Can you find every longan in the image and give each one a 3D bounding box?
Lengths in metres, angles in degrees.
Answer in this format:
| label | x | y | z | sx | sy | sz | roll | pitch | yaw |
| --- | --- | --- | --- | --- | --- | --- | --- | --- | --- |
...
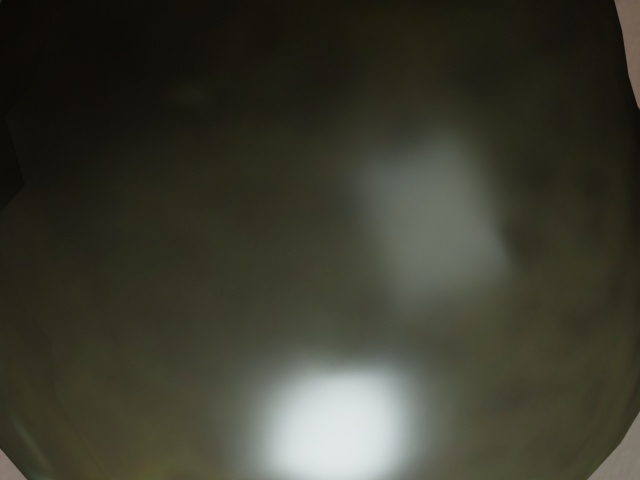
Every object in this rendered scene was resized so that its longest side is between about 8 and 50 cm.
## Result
| label | x | y | z | sx | sy | sz | roll | pitch | yaw |
| --- | --- | --- | --- | --- | --- | --- | --- | --- | --- |
| longan | 0.000 | 0.000 | 0.950 | 0.404 | 0.336 | 0.404 | -15 | 131 | -18 |
